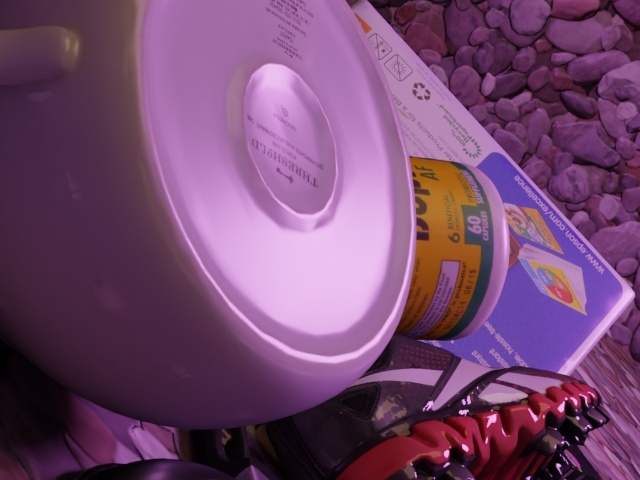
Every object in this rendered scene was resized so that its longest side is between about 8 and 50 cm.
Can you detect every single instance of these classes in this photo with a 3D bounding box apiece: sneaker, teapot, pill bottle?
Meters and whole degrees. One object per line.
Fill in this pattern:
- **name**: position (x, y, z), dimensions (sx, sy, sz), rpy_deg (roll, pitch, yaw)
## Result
- **sneaker**: position (0.071, 0.107, 0.961), dimensions (0.135, 0.097, 0.276), rpy_deg (44, 30, 26)
- **teapot**: position (-0.090, -0.024, 0.734), dimensions (0.256, 0.187, 0.252), rpy_deg (65, 33, -17)
- **pill bottle**: position (0.000, 0.000, 0.971), dimensions (0.208, 0.117, 0.117), rpy_deg (5, 34, -29)

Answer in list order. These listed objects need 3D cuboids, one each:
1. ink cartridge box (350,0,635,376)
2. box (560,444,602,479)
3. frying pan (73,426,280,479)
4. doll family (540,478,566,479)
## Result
- **ink cartridge box**: position (0.033, 0.018, 1.100), dimensions (0.303, 0.072, 0.307), rpy_deg (48, 53, 0)
- **box**: position (0.199, 0.196, 1.399), dimensions (0.062, 0.052, 0.083), rpy_deg (56, 12, 29)
- **frying pan**: position (-0.016, 0.158, 0.732), dimensions (0.197, 0.053, 0.326), rpy_deg (49, 14, 2)
- **doll family**: position (0.146, 0.206, 1.128), dimensions (0.111, 0.076, 0.193), rpy_deg (45, 15, -37)
